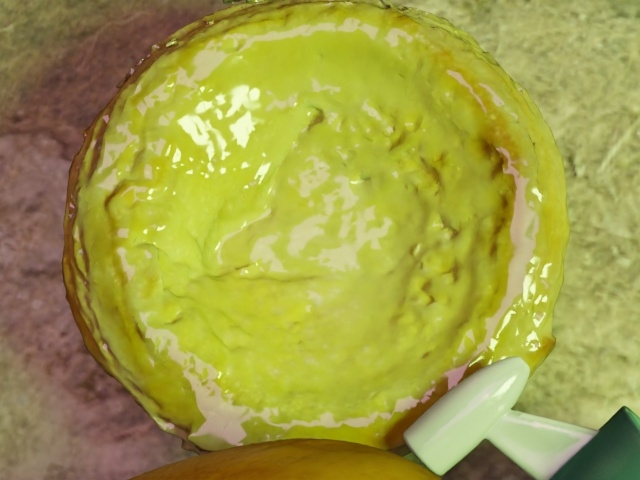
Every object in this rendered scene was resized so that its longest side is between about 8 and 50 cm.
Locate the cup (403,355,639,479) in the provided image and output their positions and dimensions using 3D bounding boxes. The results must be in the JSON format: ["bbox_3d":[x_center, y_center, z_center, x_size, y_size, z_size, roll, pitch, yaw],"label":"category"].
[{"bbox_3d":[0.159,0.205,1.010,0.173,0.167,0.299,-44,87,5],"label":"cup"}]

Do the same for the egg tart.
[{"bbox_3d":[0.000,0.000,1.119,0.315,0.120,0.314,-2,74,7],"label":"egg tart"}]

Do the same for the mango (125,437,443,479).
[{"bbox_3d":[-0.041,0.190,0.957,0.201,0.350,0.199,33,52,-25],"label":"mango"}]
